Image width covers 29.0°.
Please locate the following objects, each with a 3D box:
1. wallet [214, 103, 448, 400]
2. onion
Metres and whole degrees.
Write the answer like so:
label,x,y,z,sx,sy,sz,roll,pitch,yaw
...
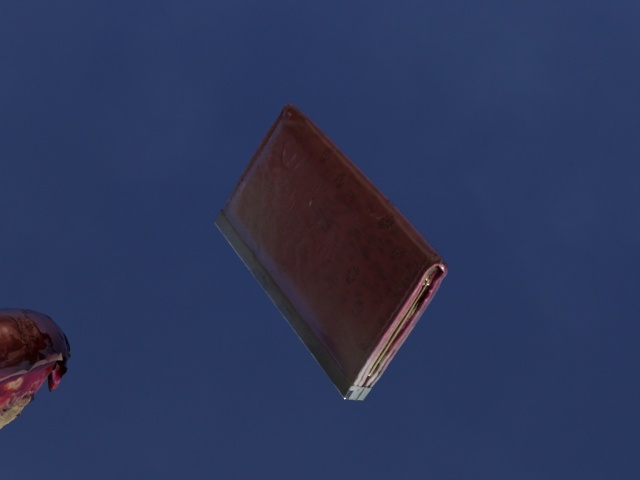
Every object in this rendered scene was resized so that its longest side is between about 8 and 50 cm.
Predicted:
label,x,y,z,sx,sy,sz,roll,pitch,yaw
wallet,0.000,0.000,0.902,0.025,0.119,0.232,17,-158,-39
onion,-0.273,0.080,0.928,0.150,0.150,0.140,-29,-99,-19
